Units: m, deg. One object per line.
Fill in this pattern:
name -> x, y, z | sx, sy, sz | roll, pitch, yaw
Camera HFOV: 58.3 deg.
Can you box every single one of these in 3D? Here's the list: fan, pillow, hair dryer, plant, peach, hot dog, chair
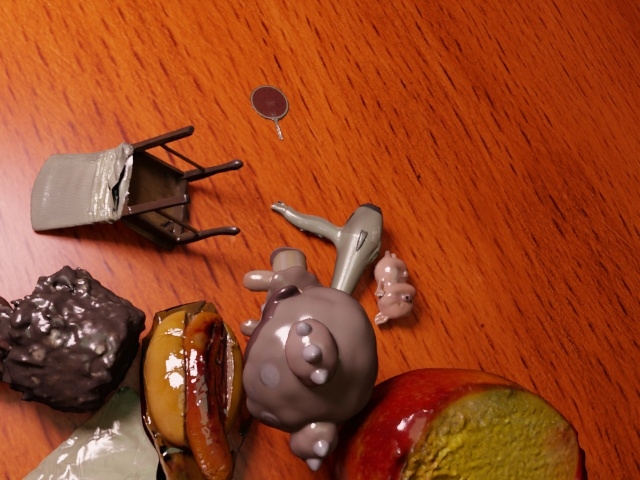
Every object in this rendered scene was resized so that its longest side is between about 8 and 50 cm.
fan -> -0.101, -0.272, 1.215 | 0.085, 0.005, 0.133 | -11, 74, -25
pillow -> -0.298, 0.407, 0.849 | 0.280, 0.076, 0.274 | 46, 62, 1
hair dryer -> 0.013, 0.030, 1.118 | 0.225, 0.088, 0.218 | 2, 74, -6
plant -> -0.391, 0.143, 0.857 | 0.234, 0.204, 0.178 | 23, 25, 2
peach -> 0.208, 0.377, 0.927 | 0.406, 0.310, 0.334 | 4, 74, -27
hot dog -> -0.178, 0.230, 0.900 | 0.194, 0.107, 0.325 | -6, 64, -37
chair -> -0.314, -0.077, 0.997 | 0.186, 0.320, 0.160 | 33, 52, -58

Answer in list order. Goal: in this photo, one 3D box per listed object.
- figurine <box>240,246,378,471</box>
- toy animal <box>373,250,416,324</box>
figurine -> -0.024, 0.148, 0.910 | 0.203, 0.248, 0.380 | -1, 27, -9
toy animal -> 0.146, 0.093, 1.139 | 0.084, 0.089, 0.150 | -1, 73, 1
